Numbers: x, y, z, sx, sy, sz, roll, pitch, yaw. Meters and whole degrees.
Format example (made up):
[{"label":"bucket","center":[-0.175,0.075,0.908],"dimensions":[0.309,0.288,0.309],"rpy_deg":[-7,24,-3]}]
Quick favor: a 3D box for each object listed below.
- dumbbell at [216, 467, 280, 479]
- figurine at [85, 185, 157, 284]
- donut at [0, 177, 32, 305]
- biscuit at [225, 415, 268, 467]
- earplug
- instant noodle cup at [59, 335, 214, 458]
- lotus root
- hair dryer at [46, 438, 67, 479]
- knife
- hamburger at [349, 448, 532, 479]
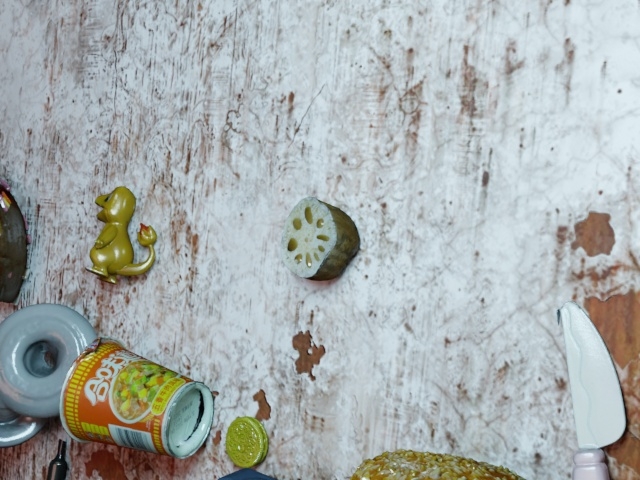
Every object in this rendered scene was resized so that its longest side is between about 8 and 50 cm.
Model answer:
[{"label":"dumbbell","center":[-0.144,0.524,1.655],"dimensions":[0.144,0.160,0.325],"rpy_deg":[31,107,23]},{"label":"figurine","center":[-0.351,-0.013,1.892],"dimensions":[0.122,0.121,0.176],"rpy_deg":[-2,76,10]},{"label":"donut","center":[-0.719,-0.019,2.139],"dimensions":[0.345,0.136,0.259],"rpy_deg":[10,92,37]},{"label":"biscuit","center":[-0.122,0.331,1.731],"dimensions":[0.084,0.023,0.084],"rpy_deg":[-1,89,39]},{"label":"earplug","center":[-0.552,0.261,1.987],"dimensions":[0.325,0.175,0.214],"rpy_deg":[-42,78,19]},{"label":"instant noodle cup","center":[-0.301,0.277,1.788],"dimensions":[0.212,0.193,0.193],"rpy_deg":[11,95,30]},{"label":"lotus root","center":[-0.002,-0.002,1.618],"dimensions":[0.112,0.081,0.122],"rpy_deg":[45,115,32]},{"label":"hair dryer","center":[-0.492,0.503,1.986],"dimensions":[0.195,0.078,0.248],"rpy_deg":[3,85,36]},{"label":"knife","center":[0.354,0.244,1.361],"dimensions":[0.081,0.043,0.336],"rpy_deg":[-8,81,31]},{"label":"hamburger","center":[0.161,0.390,1.356],"dimensions":[0.291,0.291,0.225],"rpy_deg":[10,93,37]}]
